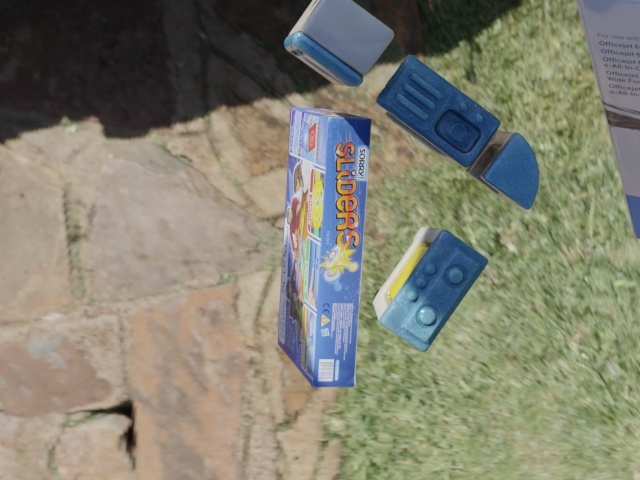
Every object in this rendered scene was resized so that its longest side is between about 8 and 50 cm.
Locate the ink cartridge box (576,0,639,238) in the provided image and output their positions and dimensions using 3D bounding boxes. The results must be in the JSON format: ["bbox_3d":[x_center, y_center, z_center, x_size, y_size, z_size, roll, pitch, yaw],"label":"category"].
[{"bbox_3d":[0.323,-0.166,0.966,0.129,0.307,0.223,12,61,31],"label":"ink cartridge box"}]

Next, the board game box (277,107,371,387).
[{"bbox_3d":[0.000,0.000,0.936,0.035,0.136,0.201,1,99,-14],"label":"board game box"}]

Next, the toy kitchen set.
[{"bbox_3d":[0.038,-0.045,0.831,0.207,0.122,0.166,35,93,-8],"label":"toy kitchen set"}]
